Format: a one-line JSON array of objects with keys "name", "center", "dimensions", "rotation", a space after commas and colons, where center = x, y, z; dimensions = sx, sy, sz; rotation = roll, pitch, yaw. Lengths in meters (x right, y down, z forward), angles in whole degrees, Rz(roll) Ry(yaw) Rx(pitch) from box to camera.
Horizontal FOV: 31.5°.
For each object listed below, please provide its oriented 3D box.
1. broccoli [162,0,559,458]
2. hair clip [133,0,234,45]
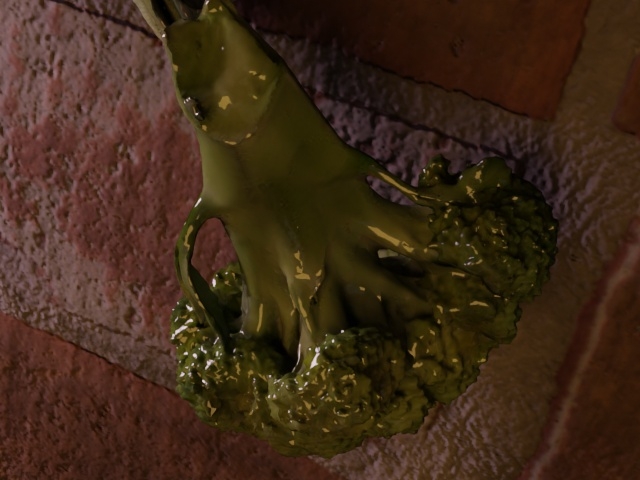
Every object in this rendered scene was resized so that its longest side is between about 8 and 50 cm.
[{"name": "broccoli", "center": [0.022, 0.028, 0.728], "dimensions": [0.254, 0.186, 0.302], "rotation": [6, 143, 2]}, {"name": "hair clip", "center": [-0.149, -0.253, 0.739], "dimensions": [0.091, 0.138, 0.321], "rotation": [-41, 98, -6]}]
